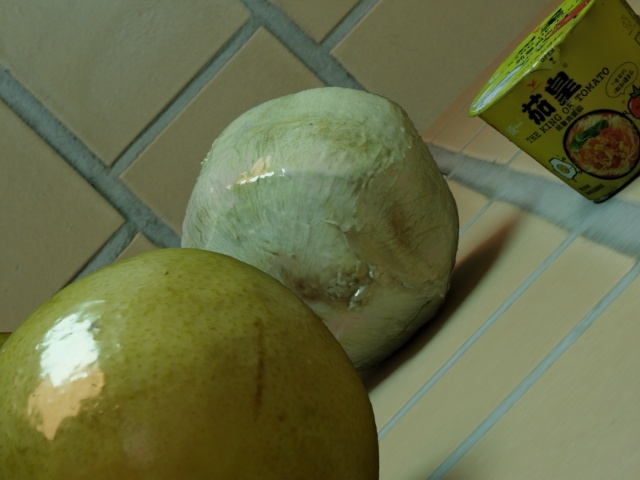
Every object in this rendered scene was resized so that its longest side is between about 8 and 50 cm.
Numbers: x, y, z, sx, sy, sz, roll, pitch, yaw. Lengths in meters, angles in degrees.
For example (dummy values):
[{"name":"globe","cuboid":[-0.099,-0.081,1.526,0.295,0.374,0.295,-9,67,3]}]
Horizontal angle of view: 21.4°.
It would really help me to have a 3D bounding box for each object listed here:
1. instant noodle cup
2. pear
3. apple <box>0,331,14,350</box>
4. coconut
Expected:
[{"name":"instant noodle cup","cuboid":[0.247,-0.131,1.544,0.182,0.144,0.182,-45,6,6]},{"name":"pear","cuboid":[-0.103,0.163,1.202,0.314,0.314,0.314,-46,4,5]},{"name":"apple","cuboid":[-0.300,0.288,1.662,0.384,0.374,0.374,-61,5,-4]},{"name":"coconut","cuboid":[0.000,0.000,1.790,0.297,0.297,0.255,-43,21,40]}]
